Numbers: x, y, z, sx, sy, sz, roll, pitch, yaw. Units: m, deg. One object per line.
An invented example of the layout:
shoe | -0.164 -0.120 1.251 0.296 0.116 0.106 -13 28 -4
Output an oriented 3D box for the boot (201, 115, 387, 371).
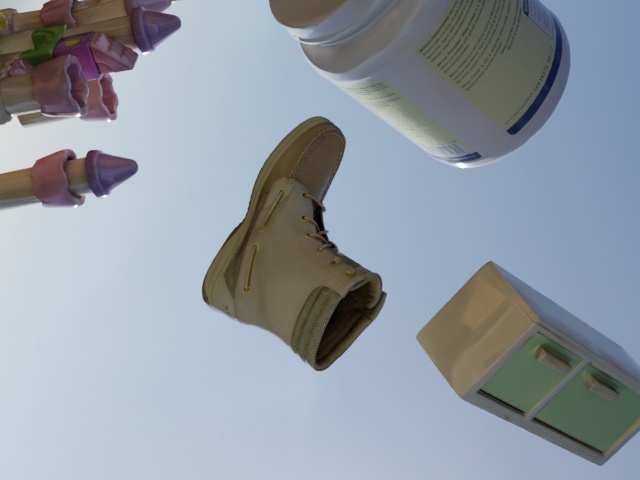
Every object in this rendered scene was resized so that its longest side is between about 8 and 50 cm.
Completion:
boot | 0.000 0.000 1.038 0.165 0.077 0.213 27 -94 41

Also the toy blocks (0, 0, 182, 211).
toy blocks | -0.283 -0.226 1.261 0.260 0.308 0.288 -10 -148 8

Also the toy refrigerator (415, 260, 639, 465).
toy refrigerator | 0.221 0.127 1.079 0.102 0.269 0.094 -47 -135 13

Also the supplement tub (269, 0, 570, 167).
supplement tub | 0.121 -0.255 1.349 0.235 0.325 0.235 -27 -132 34
